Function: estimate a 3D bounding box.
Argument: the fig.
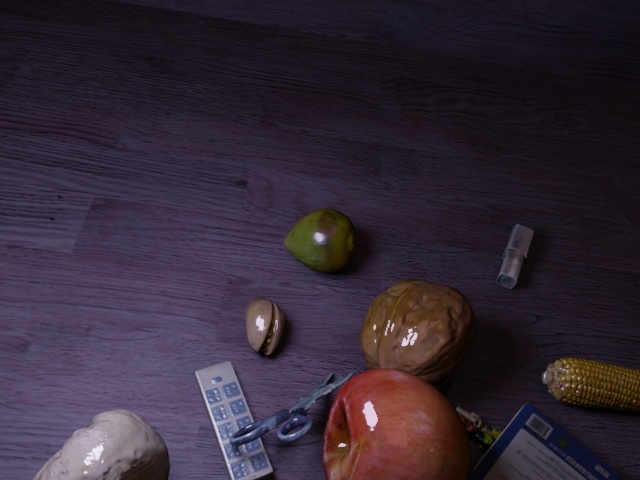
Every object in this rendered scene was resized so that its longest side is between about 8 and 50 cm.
[{"bbox_3d":[0.004,-0.007,1.892,0.230,0.207,0.207,24,51,8],"label":"fig"}]

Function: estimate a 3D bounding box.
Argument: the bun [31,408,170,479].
[{"bbox_3d":[-0.494,0.541,1.267,0.211,0.360,0.360,23,50,19],"label":"bun"}]

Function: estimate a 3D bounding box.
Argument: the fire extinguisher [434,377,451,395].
[{"bbox_3d":[0.312,0.450,1.674,0.158,0.043,0.064,-32,105,-30],"label":"fire extinguisher"}]

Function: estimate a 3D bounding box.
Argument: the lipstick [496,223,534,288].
[{"bbox_3d":[0.681,0.055,2.046,0.077,0.079,0.253,25,50,11],"label":"lipstick"}]

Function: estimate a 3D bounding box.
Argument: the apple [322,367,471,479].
[{"bbox_3d":[0.185,0.500,1.408,0.364,0.364,0.364,5,50,-6],"label":"apple"}]

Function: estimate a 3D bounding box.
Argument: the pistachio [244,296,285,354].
[{"bbox_3d":[-0.166,0.246,1.712,0.124,0.124,0.185,7,56,-5],"label":"pistachio"}]

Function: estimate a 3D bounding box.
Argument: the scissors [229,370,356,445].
[{"bbox_3d":[-0.043,0.427,1.527,0.383,0.256,0.029,-26,95,-52],"label":"scissors"}]

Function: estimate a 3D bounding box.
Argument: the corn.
[{"bbox_3d":[0.857,0.433,1.727,0.387,0.144,0.144,9,50,-2],"label":"corn"}]

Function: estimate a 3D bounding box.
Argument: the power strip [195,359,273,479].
[{"bbox_3d":[-0.237,0.476,1.550,0.106,0.043,0.367,-15,55,-22],"label":"power strip"}]

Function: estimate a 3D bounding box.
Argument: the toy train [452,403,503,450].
[{"bbox_3d":[0.449,0.537,1.624,0.250,0.053,0.085,29,43,14],"label":"toy train"}]

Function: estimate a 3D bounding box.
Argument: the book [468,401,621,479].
[{"bbox_3d":[0.546,0.638,1.479,0.300,0.039,0.428,39,50,25],"label":"book"}]

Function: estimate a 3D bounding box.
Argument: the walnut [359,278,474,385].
[{"bbox_3d":[0.268,0.268,1.659,0.306,0.306,0.344,29,50,13],"label":"walnut"}]
